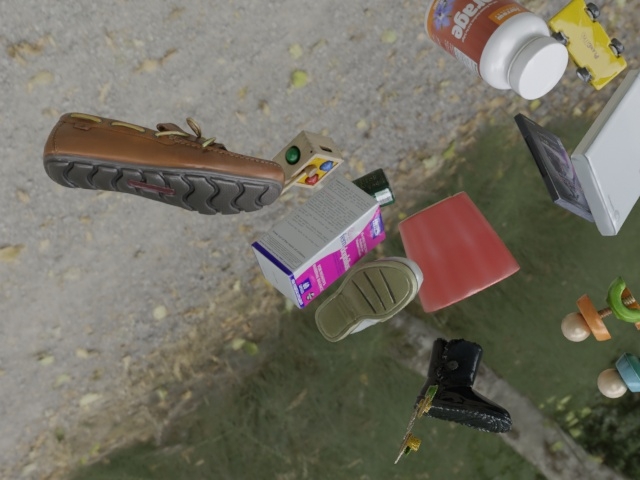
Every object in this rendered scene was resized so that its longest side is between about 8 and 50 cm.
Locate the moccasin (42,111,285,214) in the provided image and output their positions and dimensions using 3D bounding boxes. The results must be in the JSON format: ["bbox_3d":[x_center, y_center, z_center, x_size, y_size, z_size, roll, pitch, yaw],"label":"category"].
[{"bbox_3d":[-0.244,-0.133,1.344,0.380,0.147,0.139,7,150,5],"label":"moccasin"}]

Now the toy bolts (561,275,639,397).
[{"bbox_3d":[0.618,0.212,1.749,0.158,0.228,0.218,-32,166,15],"label":"toy bolts"}]

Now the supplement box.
[{"bbox_3d":[0.000,0.000,1.526,0.220,0.114,0.111,-41,145,-17],"label":"supplement box"}]

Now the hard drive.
[{"bbox_3d":[0.718,-0.213,1.976,0.353,0.047,0.233,-48,122,-31],"label":"hard drive"}]

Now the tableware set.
[{"bbox_3d":[0.178,0.327,1.493,0.104,0.024,0.154,-66,173,31],"label":"tableware set"}]

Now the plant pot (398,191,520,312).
[{"bbox_3d":[0.337,0.023,2.151,0.275,0.243,0.275,-26,177,-2],"label":"plant pot"}]

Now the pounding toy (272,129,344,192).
[{"bbox_3d":[-0.038,-0.169,1.908,0.130,0.100,0.141,-41,154,27],"label":"pounding toy"}]

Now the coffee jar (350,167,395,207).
[{"bbox_3d":[0.089,-0.107,2.100,0.184,0.096,0.079,-21,134,5],"label":"coffee jar"}]

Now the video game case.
[{"bbox_3d":[0.595,-0.183,2.104,0.196,0.274,0.026,19,134,-42],"label":"video game case"}]

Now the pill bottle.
[{"bbox_3d":[0.265,-0.307,1.261,0.121,0.216,0.121,-24,140,-22],"label":"pill bottle"}]

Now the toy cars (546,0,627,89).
[{"bbox_3d":[0.433,-0.416,1.692,0.394,0.087,0.176,5,108,-10],"label":"toy cars"}]

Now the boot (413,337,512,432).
[{"bbox_3d":[0.365,0.343,2.028,0.207,0.246,0.094,-65,148,-30],"label":"boot"}]

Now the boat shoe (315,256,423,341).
[{"bbox_3d":[0.104,0.100,1.588,0.103,0.113,0.302,-23,173,-38],"label":"boat shoe"}]
